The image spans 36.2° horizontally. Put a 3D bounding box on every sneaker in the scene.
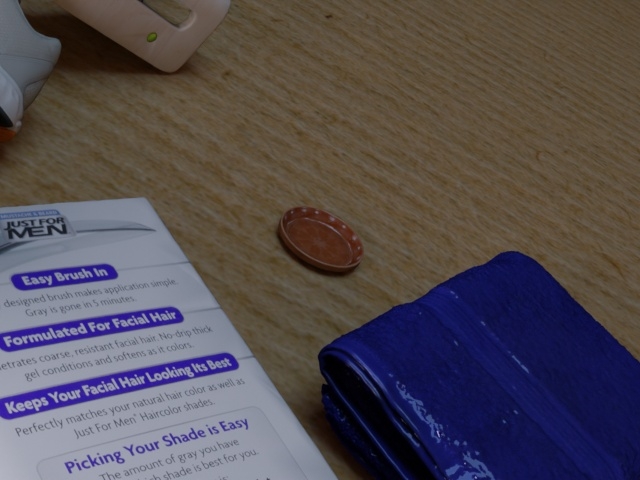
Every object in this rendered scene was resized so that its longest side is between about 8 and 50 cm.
[{"bbox_3d":[-0.316,-0.203,0.767,0.262,0.099,0.121,51,46,-28],"label":"sneaker"}]

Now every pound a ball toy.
[{"bbox_3d":[-0.241,-0.318,0.930,0.208,0.136,0.319,47,9,28],"label":"pound a ball toy"}]

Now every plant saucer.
[{"bbox_3d":[0.000,0.000,0.896,0.083,0.013,0.083,19,34,-13],"label":"plant saucer"}]

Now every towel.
[{"bbox_3d":[0.149,0.132,0.782,0.227,0.076,0.308,48,36,16],"label":"towel"}]

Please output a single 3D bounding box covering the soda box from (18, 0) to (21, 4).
[{"bbox_3d":[-0.398,-0.213,0.821,0.263,0.083,0.092,1,43,-38],"label":"soda box"}]

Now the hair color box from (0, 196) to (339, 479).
[{"bbox_3d":[-0.116,0.125,0.548,0.185,0.110,0.339,-7,48,-41],"label":"hair color box"}]

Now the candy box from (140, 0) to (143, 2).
[{"bbox_3d":[-0.226,-0.406,1.150,0.071,0.159,0.233,12,37,-27],"label":"candy box"}]
